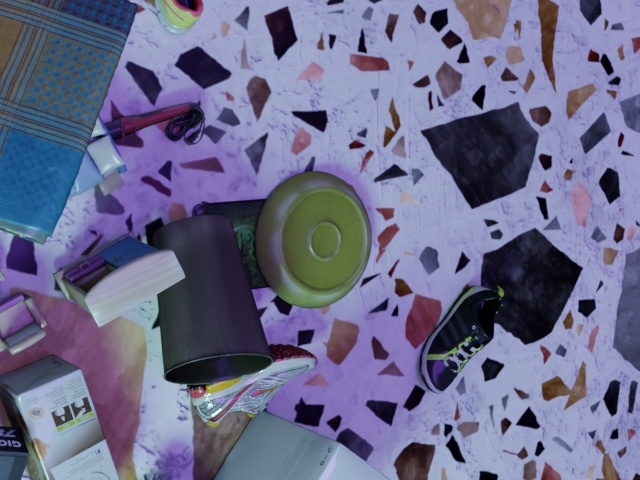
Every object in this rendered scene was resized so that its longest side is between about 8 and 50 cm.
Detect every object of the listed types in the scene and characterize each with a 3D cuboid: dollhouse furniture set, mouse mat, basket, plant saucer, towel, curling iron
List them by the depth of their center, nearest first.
[{"bbox_3d":[-0.426,-0.202,1.263,0.271,0.040,0.370,20,71,-11],"label":"towel"},{"bbox_3d":[-0.379,-0.037,1.310,0.286,0.198,0.303,-31,109,-20],"label":"dollhouse furniture set"},{"bbox_3d":[-0.174,0.089,1.456,0.204,0.154,0.227,31,43,-64],"label":"basket"},{"bbox_3d":[-0.296,-0.162,1.466,0.274,0.035,0.068,-15,101,-30],"label":"curling iron"},{"bbox_3d":[-0.124,0.008,1.599,0.189,0.007,0.153,-7,96,-32],"label":"mouse mat"},{"bbox_3d":[0.000,0.000,1.651,0.241,0.037,0.241,-2,94,-33],"label":"plant saucer"}]

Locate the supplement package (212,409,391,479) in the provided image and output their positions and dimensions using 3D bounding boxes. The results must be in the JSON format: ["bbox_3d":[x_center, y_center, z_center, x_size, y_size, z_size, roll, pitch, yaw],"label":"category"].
[{"bbox_3d":[-0.024,0.426,1.534,0.198,0.262,0.199,41,73,-27],"label":"supplement package"}]

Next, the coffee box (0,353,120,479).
[{"bbox_3d":[-0.373,0.304,1.387,0.098,0.141,0.247,-23,104,-28],"label":"coffee box"}]

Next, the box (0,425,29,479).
[{"bbox_3d":[-0.570,0.371,1.252,0.293,0.073,0.296,13,109,-33],"label":"box"}]

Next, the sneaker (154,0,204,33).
[{"bbox_3d":[-0.227,-0.425,1.458,0.081,0.094,0.209,-30,106,-25],"label":"sneaker"}]

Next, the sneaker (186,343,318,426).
[{"bbox_3d":[-0.108,0.237,1.585,0.225,0.088,0.093,-19,107,-20],"label":"sneaker"}]

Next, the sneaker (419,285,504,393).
[{"bbox_3d":[0.270,0.181,1.796,0.084,0.097,0.235,36,75,-27],"label":"sneaker"}]
